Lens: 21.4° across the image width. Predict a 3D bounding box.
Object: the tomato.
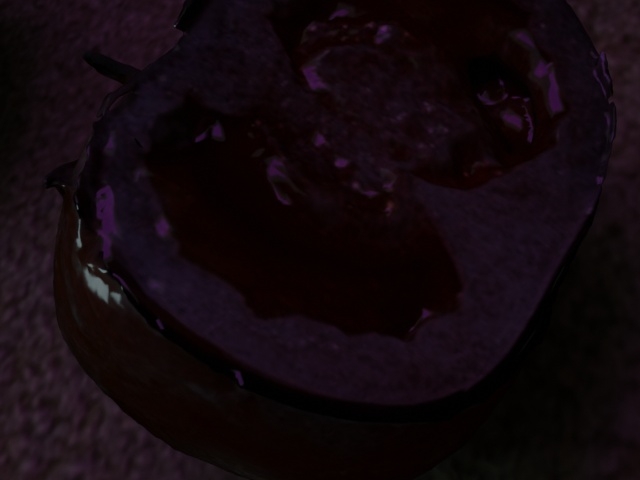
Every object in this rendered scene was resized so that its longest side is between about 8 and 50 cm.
[{"bbox_3d":[0.000,0.000,0.629,0.181,0.155,0.214,33,57,10],"label":"tomato"}]
